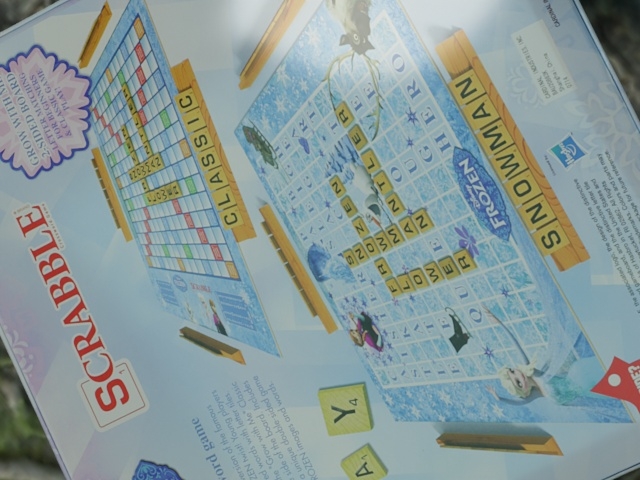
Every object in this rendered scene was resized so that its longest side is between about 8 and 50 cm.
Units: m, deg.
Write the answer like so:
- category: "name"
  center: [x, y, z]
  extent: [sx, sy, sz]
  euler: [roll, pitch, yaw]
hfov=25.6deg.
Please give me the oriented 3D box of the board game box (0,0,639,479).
- category: "board game box"
  center: [0.000, 0.000, 0.677]
  extent: [0.318, 0.066, 0.319]
  euler: [-26, 85, 8]
